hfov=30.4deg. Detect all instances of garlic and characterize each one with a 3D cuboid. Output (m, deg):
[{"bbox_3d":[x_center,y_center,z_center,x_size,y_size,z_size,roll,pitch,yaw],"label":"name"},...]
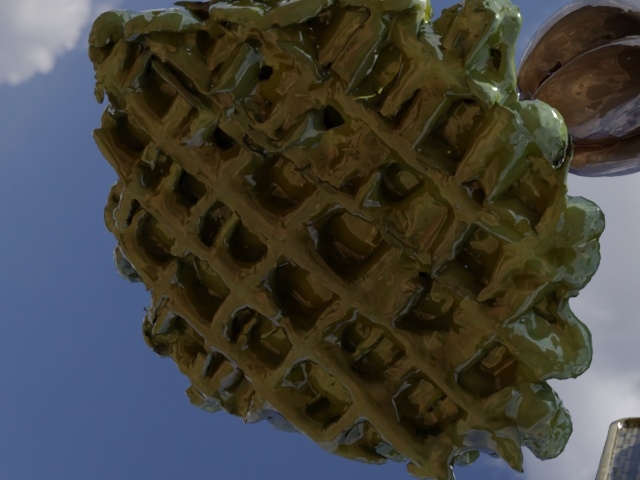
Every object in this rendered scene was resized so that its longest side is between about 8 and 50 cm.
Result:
[{"bbox_3d":[0.283,-0.173,1.174,0.160,0.191,0.214,84,0,-54],"label":"garlic"}]

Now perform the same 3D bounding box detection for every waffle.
[{"bbox_3d":[0.000,0.000,0.653,0.317,0.073,0.297,5,-62,33],"label":"waffle"}]

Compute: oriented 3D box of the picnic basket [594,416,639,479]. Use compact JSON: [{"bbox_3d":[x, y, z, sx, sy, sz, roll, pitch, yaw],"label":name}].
[{"bbox_3d":[0.346,0.225,0.843,0.313,0.228,0.175,-2,-80,21],"label":"picnic basket"}]
